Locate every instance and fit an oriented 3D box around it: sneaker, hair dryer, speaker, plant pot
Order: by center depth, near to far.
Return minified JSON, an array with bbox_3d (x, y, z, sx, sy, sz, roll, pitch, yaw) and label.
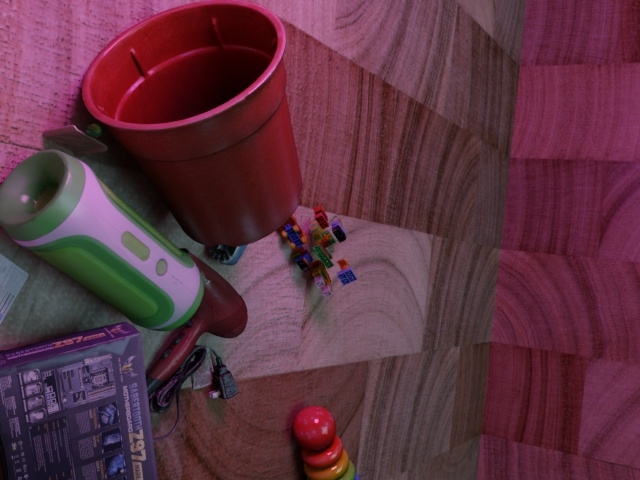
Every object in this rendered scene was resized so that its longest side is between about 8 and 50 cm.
[{"bbox_3d":[-0.273,0.011,0.966,0.296,0.131,0.131,51,52,-51],"label":"speaker"},{"bbox_3d":[-0.149,-0.147,1.046,0.272,0.272,0.265,-62,151,-33],"label":"plant pot"},{"bbox_3d":[-0.196,0.154,1.171,0.223,0.080,0.294,-19,111,-57],"label":"hair dryer"},{"bbox_3d":[-0.142,-0.031,1.271,0.073,0.063,0.162,65,43,-68],"label":"sneaker"}]

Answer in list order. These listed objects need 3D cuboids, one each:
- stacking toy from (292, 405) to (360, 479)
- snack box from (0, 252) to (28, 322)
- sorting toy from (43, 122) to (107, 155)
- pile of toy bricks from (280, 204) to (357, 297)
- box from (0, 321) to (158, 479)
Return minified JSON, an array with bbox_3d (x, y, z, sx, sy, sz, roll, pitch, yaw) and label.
[{"bbox_3d":[0.016,0.490,1.562,0.141,0.141,0.330,-46,126,-47],"label":"stacking toy"},{"bbox_3d":[-0.407,0.099,0.857,0.064,0.022,0.178,55,49,-49],"label":"snack box"},{"bbox_3d":[-0.300,-0.130,0.942,0.062,0.083,0.012,38,52,-55],"label":"sorting toy"},{"bbox_3d":[0.000,0.000,1.479,0.212,0.118,0.105,56,15,-36],"label":"pile of toy bricks"},{"bbox_3d":[-0.310,0.237,0.943,0.183,0.059,0.233,-13,108,-30],"label":"box"}]
